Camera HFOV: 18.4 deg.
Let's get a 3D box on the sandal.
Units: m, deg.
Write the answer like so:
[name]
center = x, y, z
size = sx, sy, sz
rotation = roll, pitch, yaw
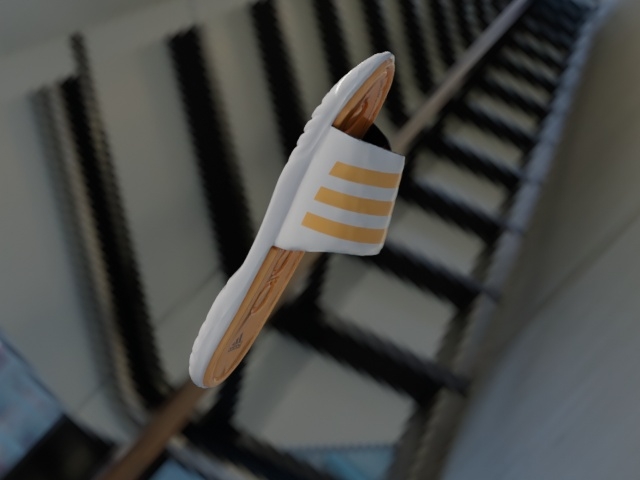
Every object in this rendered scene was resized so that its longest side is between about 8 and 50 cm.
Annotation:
[sandal]
center = 0.003, -0.001, 1.317
size = 0.265, 0.076, 0.102
rotation = -62, -12, 18
